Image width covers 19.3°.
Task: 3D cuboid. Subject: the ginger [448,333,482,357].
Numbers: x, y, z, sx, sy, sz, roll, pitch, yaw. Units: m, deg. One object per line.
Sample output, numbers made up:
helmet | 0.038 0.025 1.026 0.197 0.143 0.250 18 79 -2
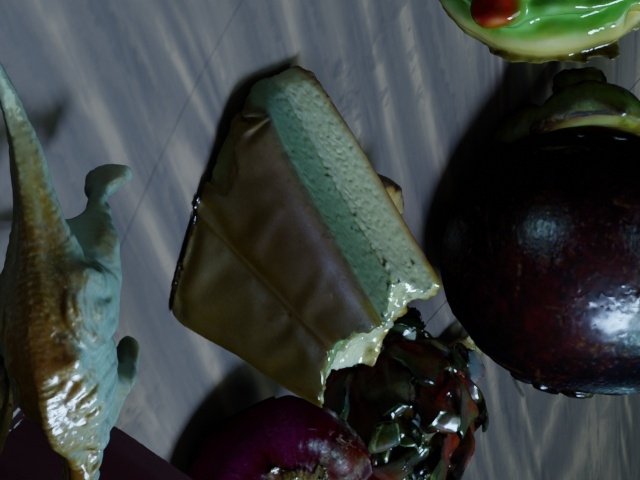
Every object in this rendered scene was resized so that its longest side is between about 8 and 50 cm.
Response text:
ginger | 0.129 0.190 2.143 0.193 0.052 0.176 -64 158 -10

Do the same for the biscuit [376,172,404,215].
biscuit | 0.015 -0.008 1.670 0.183 0.061 0.118 -34 144 -49

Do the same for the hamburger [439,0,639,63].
hamburger | 0.181 -0.264 1.512 0.237 0.237 0.149 -52 152 -18

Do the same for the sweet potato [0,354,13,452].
sweet potato | -0.254 0.079 1.194 0.114 0.092 0.341 -36 150 -11

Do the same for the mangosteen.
mangosteen | 0.276 0.008 1.923 0.330 0.330 0.330 -45 152 -31

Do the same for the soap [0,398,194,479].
soap | -0.108 0.289 1.393 0.128 0.359 0.233 -43 151 -31

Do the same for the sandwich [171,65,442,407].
sandwich | 0.000 0.000 1.494 0.108 0.186 0.220 -28 141 -54

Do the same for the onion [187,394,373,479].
onion | -0.055 0.208 1.725 0.173 0.198 0.135 -29 106 -22

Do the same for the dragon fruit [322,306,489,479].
dragon fruit | 0.077 0.165 1.856 0.182 0.182 0.188 -67 163 17

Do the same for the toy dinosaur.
toy dinosaur | -0.170 0.013 1.202 0.205 0.092 0.393 -86 173 -54
